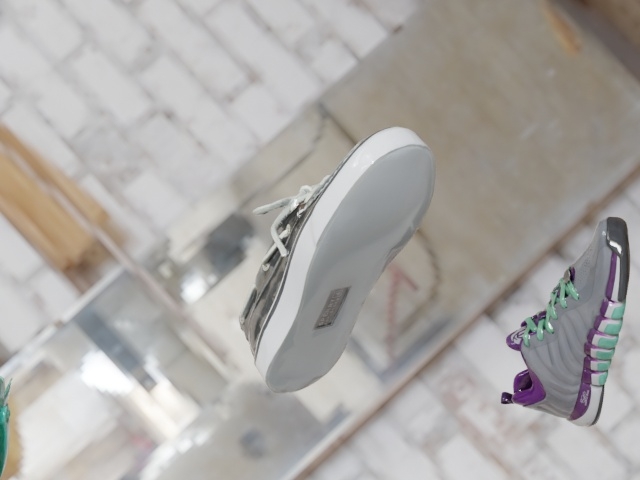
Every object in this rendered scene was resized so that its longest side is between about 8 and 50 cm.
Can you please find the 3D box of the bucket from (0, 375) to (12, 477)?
[{"bbox_3d":[-0.459,0.220,1.941,0.281,0.183,0.281,5,176,0],"label":"bucket"}]

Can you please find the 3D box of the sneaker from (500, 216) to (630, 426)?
[{"bbox_3d":[0.223,0.076,1.732,0.083,0.098,0.223,-78,-5,-59],"label":"sneaker"}]

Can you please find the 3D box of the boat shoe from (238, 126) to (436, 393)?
[{"bbox_3d":[0.003,0.000,1.652,0.105,0.113,0.306,57,144,31],"label":"boat shoe"}]
